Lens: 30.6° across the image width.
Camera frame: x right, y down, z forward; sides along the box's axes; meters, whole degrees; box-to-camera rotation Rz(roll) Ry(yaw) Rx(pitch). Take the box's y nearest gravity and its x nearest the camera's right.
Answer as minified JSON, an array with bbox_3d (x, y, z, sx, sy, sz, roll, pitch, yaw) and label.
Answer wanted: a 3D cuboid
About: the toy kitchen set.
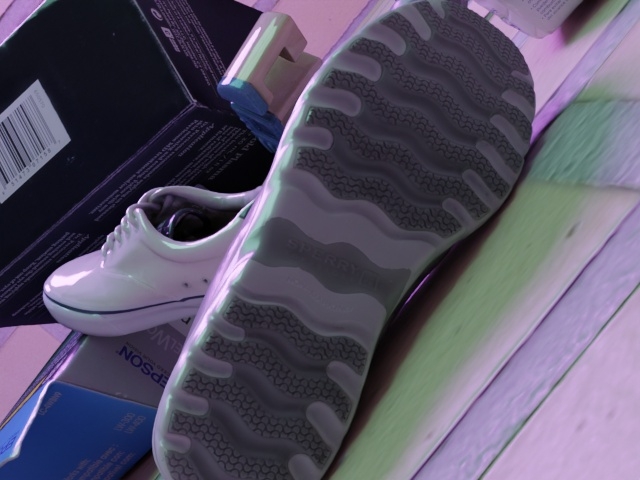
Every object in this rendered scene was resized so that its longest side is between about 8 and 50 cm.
[{"bbox_3d":[0.015,-0.053,0.876,0.122,0.166,0.207,-60,-26,-8],"label":"toy kitchen set"}]

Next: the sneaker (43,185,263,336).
[{"bbox_3d":[-0.111,0.005,0.850,0.258,0.091,0.094,-10,29,33],"label":"sneaker"}]

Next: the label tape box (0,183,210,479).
[{"bbox_3d":[-0.191,0.140,1.009,0.249,0.115,0.348,-44,12,38],"label":"label tape box"}]

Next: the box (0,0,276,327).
[{"bbox_3d":[-0.196,-0.078,1.151,0.343,0.179,0.312,-38,-18,20],"label":"box"}]

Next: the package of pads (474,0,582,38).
[{"bbox_3d":[0.179,-0.260,0.750,0.229,0.101,0.296,-47,8,22],"label":"package of pads"}]

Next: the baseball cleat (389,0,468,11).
[{"bbox_3d":[0.066,-0.139,1.042,0.206,0.072,0.109,-53,20,21],"label":"baseball cleat"}]

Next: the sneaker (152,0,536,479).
[{"bbox_3d":[0.000,0.000,0.558,0.281,0.105,0.115,-55,8,-21],"label":"sneaker"}]
